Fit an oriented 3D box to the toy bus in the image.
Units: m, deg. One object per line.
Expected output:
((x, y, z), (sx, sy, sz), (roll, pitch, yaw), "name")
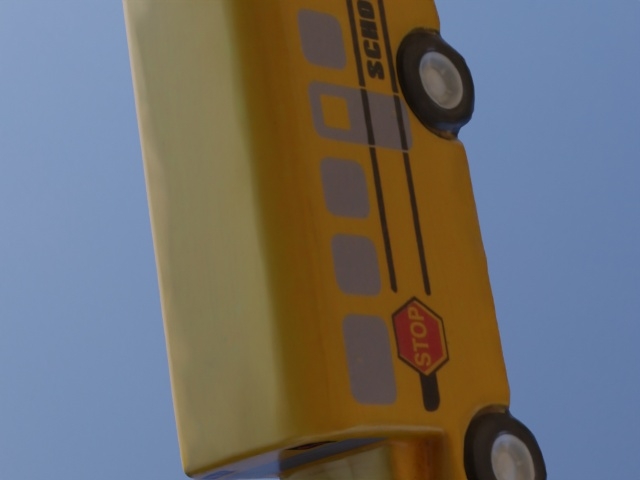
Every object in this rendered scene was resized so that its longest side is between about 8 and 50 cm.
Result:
((0.000, 0.000, 0.720), (0.130, 0.108, 0.333), (6, -110, -43), "toy bus")
